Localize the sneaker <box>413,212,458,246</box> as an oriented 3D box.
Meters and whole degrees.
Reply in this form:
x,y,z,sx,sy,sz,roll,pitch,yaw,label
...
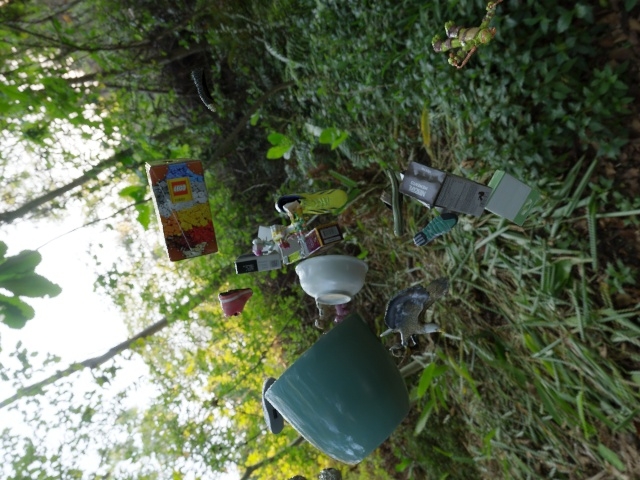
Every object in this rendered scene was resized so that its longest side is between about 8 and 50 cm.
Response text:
x,y,z,sx,sy,sz,roll,pitch,yaw,label
0.516,-0.056,1.793,0.098,0.224,0.083,-14,-107,-52,sneaker

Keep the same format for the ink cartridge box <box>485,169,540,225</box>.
x,y,z,sx,sy,sz,roll,pitch,yaw,label
0.822,-0.183,1.773,0.235,0.171,0.056,21,-168,-24,ink cartridge box

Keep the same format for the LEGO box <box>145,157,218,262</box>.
x,y,z,sx,sy,sz,roll,pitch,yaw,label
-0.611,-0.158,1.755,0.500,0.193,0.372,-153,53,-63,LEGO box

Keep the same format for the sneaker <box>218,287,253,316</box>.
x,y,z,sx,sy,sz,roll,pitch,yaw,label
-0.442,0.325,2.121,0.314,0.116,0.136,1,-97,-78,sneaker

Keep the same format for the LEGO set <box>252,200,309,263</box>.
x,y,z,sx,sy,sz,roll,pitch,yaw,label
-0.085,-0.008,1.172,0.287,0.132,0.107,-37,62,52,LEGO set

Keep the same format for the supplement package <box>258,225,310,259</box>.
x,y,z,sx,sy,sz,roll,pitch,yaw,label
-0.226,0.011,2.475,0.175,0.177,0.293,15,-171,32,supplement package

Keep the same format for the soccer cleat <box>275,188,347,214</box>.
x,y,z,sx,sy,sz,roll,pitch,yaw,label
-0.036,-0.149,1.614,0.121,0.289,0.093,-27,-70,-85,soccer cleat

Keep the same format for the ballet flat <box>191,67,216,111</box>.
x,y,z,sx,sy,sz,roll,pitch,yaw,label
-0.423,-0.556,1.496,0.173,0.049,0.057,66,-168,1,ballet flat

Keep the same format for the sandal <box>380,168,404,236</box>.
x,y,z,sx,sy,sz,roll,pitch,yaw,label
0.288,-0.159,1.657,0.120,0.086,0.302,45,-138,-59,sandal

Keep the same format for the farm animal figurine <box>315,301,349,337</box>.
x,y,z,sx,sy,sz,roll,pitch,yaw,label
0.069,0.479,2.128,0.330,0.172,0.327,51,150,42,farm animal figurine

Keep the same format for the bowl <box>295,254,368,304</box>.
x,y,z,sx,sy,sz,roll,pitch,yaw,label
0.048,0.173,1.622,0.298,0.298,0.134,76,-168,-65,bowl

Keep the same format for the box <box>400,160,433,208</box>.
x,y,z,sx,sy,sz,roll,pitch,yaw,label
0.614,-0.327,2.366,0.270,0.165,0.143,49,165,50,box

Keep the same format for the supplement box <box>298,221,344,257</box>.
x,y,z,sx,sy,sz,roll,pitch,yaw,label
0.000,0.000,1.634,0.188,0.104,0.081,-36,72,60,supplement box

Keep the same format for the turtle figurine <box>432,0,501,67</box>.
x,y,z,sx,sy,sz,roll,pitch,yaw,label
0.479,-0.662,1.301,0.087,0.269,0.217,27,-172,-35,turtle figurine

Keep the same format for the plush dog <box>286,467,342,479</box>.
x,y,z,sx,sy,sz,roll,pitch,yaw,label
-0.038,1.013,1.539,0.225,0.262,0.210,16,-127,-65,plush dog

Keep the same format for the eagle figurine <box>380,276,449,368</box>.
x,y,z,sx,sy,sz,roll,pitch,yaw,label
0.339,0.271,1.451,0.226,0.225,0.298,-91,2,-79,eagle figurine

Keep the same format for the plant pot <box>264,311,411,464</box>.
x,y,z,sx,sy,sz,roll,pitch,yaw,label
0.061,0.348,0.929,0.235,0.293,0.293,46,169,17,plant pot

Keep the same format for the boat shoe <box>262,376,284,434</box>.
x,y,z,sx,sy,sz,roll,pitch,yaw,label
-0.226,0.731,1.818,0.084,0.095,0.258,2,96,55,boat shoe

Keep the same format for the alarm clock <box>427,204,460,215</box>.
x,y,z,sx,sy,sz,roll,pitch,yaw,label
0.560,-0.167,1.814,0.064,0.192,0.129,101,160,-49,alarm clock

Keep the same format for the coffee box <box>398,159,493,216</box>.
x,y,z,sx,sy,sz,roll,pitch,yaw,label
0.448,-0.182,1.450,0.168,0.297,0.119,37,114,48,coffee box

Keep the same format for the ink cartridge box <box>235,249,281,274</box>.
x,y,z,sx,sy,sz,roll,pitch,yaw,label
-0.266,0.086,1.748,0.371,0.176,0.069,-158,60,-80,ink cartridge box
